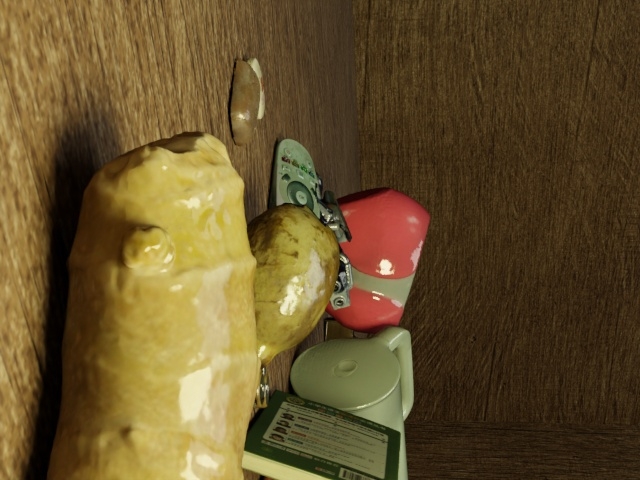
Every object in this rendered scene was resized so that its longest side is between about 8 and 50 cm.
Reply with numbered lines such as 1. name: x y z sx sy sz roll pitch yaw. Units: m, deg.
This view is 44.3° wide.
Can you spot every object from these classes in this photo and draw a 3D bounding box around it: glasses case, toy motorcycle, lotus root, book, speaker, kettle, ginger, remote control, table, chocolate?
1. glasses case: -0.085 -0.196 1.021 0.032 0.021 0.083 -84 171 -50
2. toy motorcycle: 0.000 0.000 1.333 0.159 0.106 0.270 -86 159 -64
3. lotus root: -0.047 0.056 0.952 0.138 0.139 0.213 72 30 -69
4. book: 0.008 0.275 1.050 0.264 0.202 0.027 -37 143 -82
5. speaker: 0.103 0.046 1.578 0.294 0.295 0.294 0 90 -83
6. kettle: 0.081 0.346 1.448 0.205 0.265 0.317 -127 -155 -56
7. ginger: -0.102 0.103 0.483 0.190 0.127 0.353 101 -6 -70
8. remote control: -0.042 -0.045 1.198 0.097 0.045 0.256 29 50 -37
9. table: 0.046 0.232 1.913 0.083 0.070 0.082 16 78 -84
10. chocolate: -0.089 -0.168 0.958 0.064 0.031 0.100 87 4 -59

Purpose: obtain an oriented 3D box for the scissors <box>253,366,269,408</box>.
1. scissors: -0.080 0.119 1.081 0.088 0.017 0.220 59 31 -75

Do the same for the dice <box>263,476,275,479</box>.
1. dice: 0.008 0.395 1.149 0.175 0.174 0.179 -73 161 -72

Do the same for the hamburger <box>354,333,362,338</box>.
1. hamburger: 0.077 0.357 2.026 0.231 0.107 0.230 0 90 -79
